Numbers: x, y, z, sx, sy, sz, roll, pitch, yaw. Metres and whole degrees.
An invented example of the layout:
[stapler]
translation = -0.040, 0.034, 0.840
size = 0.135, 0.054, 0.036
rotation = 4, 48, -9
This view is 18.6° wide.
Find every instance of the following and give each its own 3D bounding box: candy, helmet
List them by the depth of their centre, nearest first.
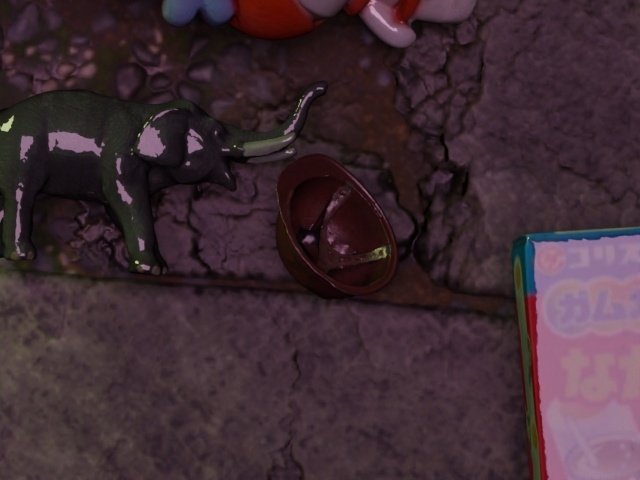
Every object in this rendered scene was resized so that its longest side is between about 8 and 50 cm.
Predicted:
[candy]
translation = 0.226, 0.141, 1.370
size = 0.157, 0.100, 0.306
rotation = -4, 85, -1
[helmet]
translation = 0.000, 0.000, 1.398
size = 0.089, 0.057, 0.111
rotation = -24, 79, -38

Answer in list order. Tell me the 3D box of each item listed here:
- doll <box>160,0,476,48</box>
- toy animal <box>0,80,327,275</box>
[doll]
translation = -0.029, -0.218, 1.376
size = 0.290, 0.130, 0.161
rotation = 9, 92, -15
[toy animal]
translation = -0.127, -0.041, 1.385
size = 0.269, 0.082, 0.137
rotation = -2, 87, 0
